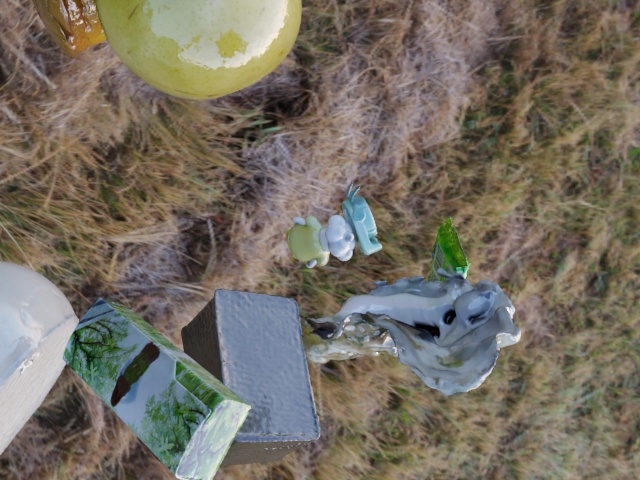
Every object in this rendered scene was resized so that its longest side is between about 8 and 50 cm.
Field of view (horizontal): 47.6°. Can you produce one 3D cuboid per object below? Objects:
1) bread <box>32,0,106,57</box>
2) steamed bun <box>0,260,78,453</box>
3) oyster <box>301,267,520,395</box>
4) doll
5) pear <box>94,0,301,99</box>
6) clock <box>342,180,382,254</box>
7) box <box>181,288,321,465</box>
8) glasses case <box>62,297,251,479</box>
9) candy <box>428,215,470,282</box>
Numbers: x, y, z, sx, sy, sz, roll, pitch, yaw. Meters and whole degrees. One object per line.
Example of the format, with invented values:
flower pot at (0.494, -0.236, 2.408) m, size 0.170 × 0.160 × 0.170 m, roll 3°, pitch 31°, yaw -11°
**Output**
bread at (-0.460, -0.470, 1.325) m, size 0.142 × 0.195 × 0.270 m, roll -23°, pitch 149°, yaw -16°
steamed bun at (-0.520, 0.183, 0.995) m, size 0.241 × 0.374 × 0.374 m, roll 38°, pitch 77°, yaw -2°
oyster at (0.102, 0.122, 0.959) m, size 0.237 × 0.351 × 0.115 m, roll -20°, pitch 95°, yaw -46°
doll at (0.000, 0.000, 1.409) m, size 0.062 × 0.162 × 0.106 m, roll -28°, pitch 106°, yaw -45°
pear at (-0.208, -0.407, 1.223) m, size 0.348 × 0.348 × 0.349 m, roll -4°, pitch 98°, yaw -28°
clock at (0.075, -0.044, 1.406) m, size 0.041 × 0.101 × 0.135 m, roll -21°, pitch 110°, yaw -5°
box at (-0.129, 0.244, 1.291) m, size 0.184 × 0.143 × 0.274 m, roll 9°, pitch 54°, yaw -35°
glasses case at (-0.197, 0.160, 0.825) m, size 0.062 × 0.272 × 0.095 m, roll 31°, pitch 86°, yaw -47°
candy at (0.189, 0.065, 1.081) m, size 0.031 × 0.102 × 0.178 m, roll -6°, pitch 127°, yaw -12°
